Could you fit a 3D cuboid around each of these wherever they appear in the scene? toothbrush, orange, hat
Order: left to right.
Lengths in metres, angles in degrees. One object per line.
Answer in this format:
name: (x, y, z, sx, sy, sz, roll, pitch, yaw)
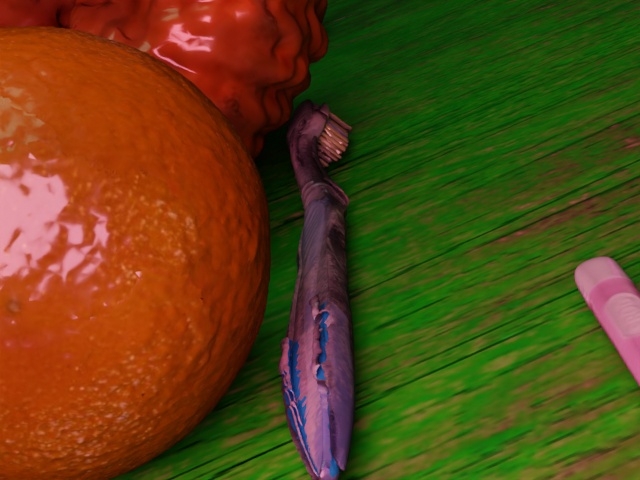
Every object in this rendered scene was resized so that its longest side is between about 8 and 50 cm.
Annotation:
orange: (-0.116, 0.007, 0.491, 0.206, 0.206, 0.206, -19, 21, 8)
hat: (-0.102, -0.131, 0.809, 0.285, 0.285, 0.400, -15, -2, 18)
toothbrush: (0.000, 0.000, 0.600, 0.035, 0.042, 0.413, -55, 13, 20)
toothbrush: (0.116, 0.061, 0.356, 0.020, 0.025, 0.286, -20, 21, 5)
